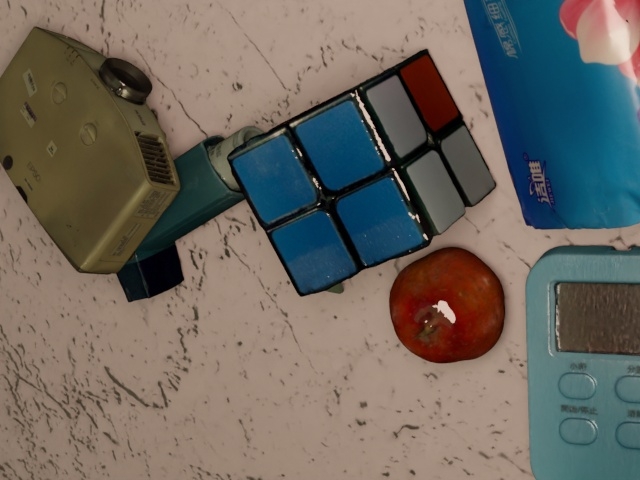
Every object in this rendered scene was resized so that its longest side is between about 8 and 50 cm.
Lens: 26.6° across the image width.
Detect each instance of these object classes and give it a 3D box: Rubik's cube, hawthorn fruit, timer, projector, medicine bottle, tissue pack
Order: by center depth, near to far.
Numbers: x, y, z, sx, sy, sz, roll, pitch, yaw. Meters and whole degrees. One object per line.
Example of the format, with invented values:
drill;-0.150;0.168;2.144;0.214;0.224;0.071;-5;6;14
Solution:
tissue pack;0.241;-0.150;1.225;0.209;0.137;0.270;2;113;56
timer;0.318;0.132;1.352;0.231;0.091;0.250;-1;105;30
Rubik's cube;0.043;-0.069;1.368;0.183;0.180;0.167;-23;98;35
hawthorn fruit;0.129;0.078;1.417;0.125;0.140;0.125;13;146;9
projector;-0.263;-0.114;1.529;0.193;0.088;0.269;-51;61;23
medicine bottle;-0.149;-0.033;1.548;0.258;0.079;0.124;-32;87;33

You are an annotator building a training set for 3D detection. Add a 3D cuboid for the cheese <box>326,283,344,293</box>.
cheese;0.000;0.000;1.510;0.067;0.026;0.121;13;115;25
